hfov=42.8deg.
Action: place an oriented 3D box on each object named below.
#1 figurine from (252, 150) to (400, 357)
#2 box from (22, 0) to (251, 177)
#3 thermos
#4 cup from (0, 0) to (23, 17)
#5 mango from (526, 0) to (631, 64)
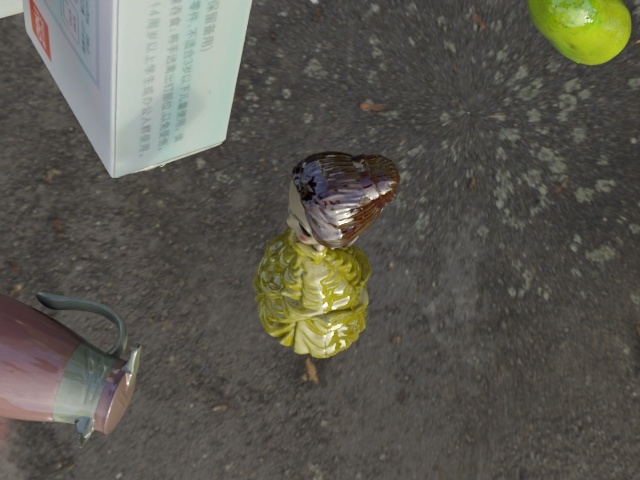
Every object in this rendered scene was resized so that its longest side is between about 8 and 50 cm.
[{"bbox_3d":[-0.004,0.000,1.021,0.168,0.315,0.187,10,61,1],"label":"figurine"},{"bbox_3d":[-0.092,-0.164,0.398,0.079,0.269,0.135,-23,64,-27],"label":"box"},{"bbox_3d":[-0.351,0.138,0.990,0.265,0.146,0.176,17,58,2],"label":"thermos"},{"bbox_3d":[-0.385,-0.303,0.823,0.347,0.347,0.163,-13,107,12],"label":"cup"},{"bbox_3d":[0.296,-0.265,0.946,0.089,0.163,0.117,-47,56,18],"label":"mango"}]
